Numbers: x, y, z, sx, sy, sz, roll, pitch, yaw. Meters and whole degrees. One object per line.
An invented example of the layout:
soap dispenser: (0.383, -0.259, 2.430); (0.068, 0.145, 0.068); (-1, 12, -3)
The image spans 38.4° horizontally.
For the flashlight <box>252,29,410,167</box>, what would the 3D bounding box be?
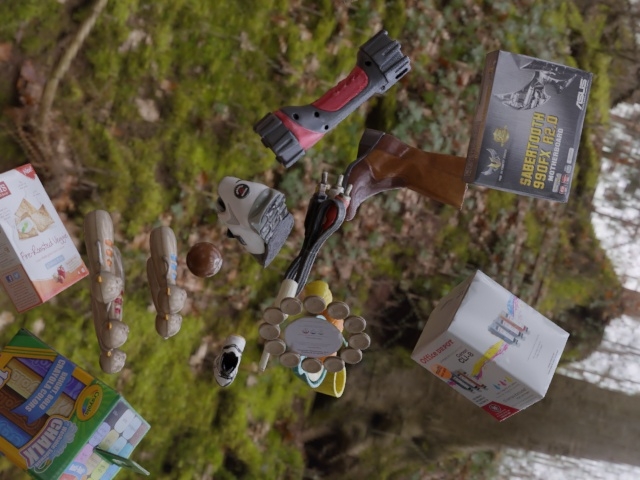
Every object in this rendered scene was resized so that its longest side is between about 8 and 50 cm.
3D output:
flashlight: (0.020, -0.265, 1.686); (0.304, 0.103, 0.103); (-41, 169, -2)

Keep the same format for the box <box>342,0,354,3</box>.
box: (0.020, -0.575, 1.734); (0.225, 0.037, 0.136); (51, 36, -52)

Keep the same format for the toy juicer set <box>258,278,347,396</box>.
toy juicer set: (-0.009, 0.170, 1.721); (0.329, 0.090, 0.209); (41, 55, -64)

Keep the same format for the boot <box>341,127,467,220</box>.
boot: (0.198, -0.120, 2.163); (0.096, 0.281, 0.264); (97, 16, -55)

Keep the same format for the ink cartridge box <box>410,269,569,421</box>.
ink cartridge box: (0.252, 0.158, 1.384); (0.127, 0.176, 0.128); (-56, -178, -34)

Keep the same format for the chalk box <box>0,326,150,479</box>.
chalk box: (-0.410, 0.310, 1.495); (0.179, 0.289, 0.180); (-53, 158, -19)

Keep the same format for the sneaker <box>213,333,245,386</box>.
sneaker: (-0.116, 0.153, 1.127); (0.037, 0.032, 0.083); (-77, -177, -55)

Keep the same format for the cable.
cable: (0.000, 0.000, 1.955); (0.139, 0.072, 0.287); (33, -68, 53)

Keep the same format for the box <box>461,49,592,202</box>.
box: (0.356, -0.194, 1.582); (0.056, 0.183, 0.230); (-163, -96, -74)

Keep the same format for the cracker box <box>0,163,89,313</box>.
cracker box: (-0.524, -0.007, 1.625); (0.067, 0.232, 0.156); (-23, -170, 23)

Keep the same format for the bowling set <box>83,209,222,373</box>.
bowling set: (-0.231, 0.072, 1.297); (0.287, 0.200, 0.154); (106, -25, -64)

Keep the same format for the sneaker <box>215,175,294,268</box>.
sneaker: (-0.147, -0.051, 1.970); (0.122, 0.146, 0.330); (-57, 166, -20)

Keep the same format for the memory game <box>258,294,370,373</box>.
memory game: (-0.011, 0.156, 1.508); (0.012, 0.186, 0.186); (-82, -165, -49)
